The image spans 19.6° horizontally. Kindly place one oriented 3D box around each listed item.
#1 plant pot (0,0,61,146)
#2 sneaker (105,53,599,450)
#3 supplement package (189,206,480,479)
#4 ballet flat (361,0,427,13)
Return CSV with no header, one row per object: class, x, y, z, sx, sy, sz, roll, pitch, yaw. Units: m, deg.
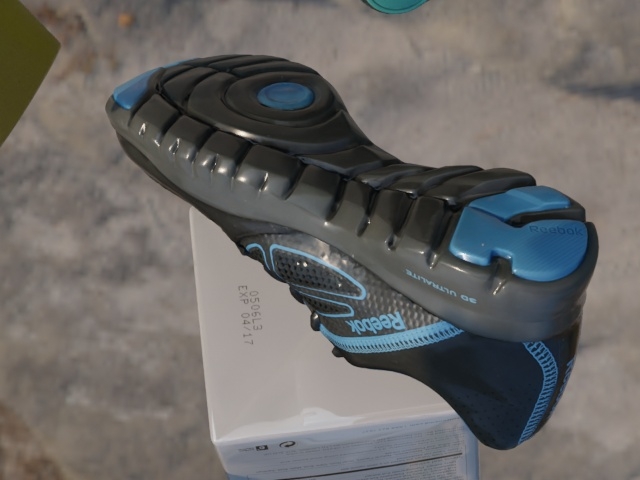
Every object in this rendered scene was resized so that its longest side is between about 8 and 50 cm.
plant pot,-0.353,-0.120,1.375,0.212,0.187,0.212,12,165,21
sneaker,0.000,0.000,1.049,0.125,0.341,0.140,-28,133,-35
supplement package,0.019,0.102,1.328,0.175,0.178,0.293,-8,155,2
ballet flat,0.060,-0.252,1.064,0.083,0.087,0.247,-1,129,-14
